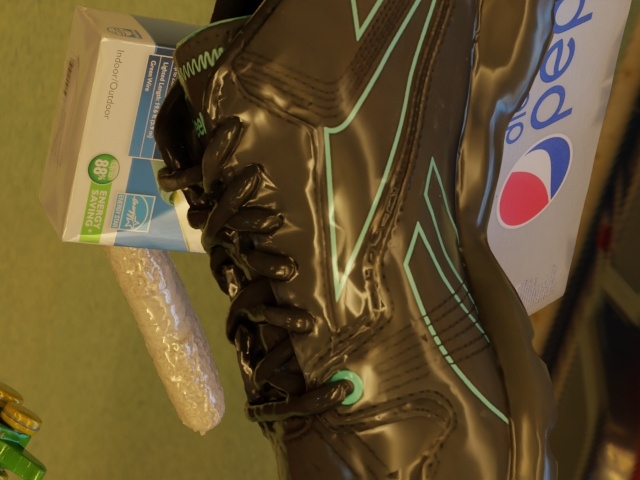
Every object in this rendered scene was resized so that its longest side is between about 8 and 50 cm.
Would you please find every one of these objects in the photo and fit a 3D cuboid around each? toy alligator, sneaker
[{"bbox_3d":[-0.248,0.122,1.056,0.051,0.190,0.056,33,90,-37],"label":"toy alligator"},{"bbox_3d":[0.000,0.000,0.416,0.106,0.101,0.267,13,69,-29],"label":"sneaker"}]

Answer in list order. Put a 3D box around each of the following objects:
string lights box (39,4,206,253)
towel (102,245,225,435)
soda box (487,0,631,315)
[{"bbox_3d":[-0.038,-0.061,0.963,0.260,0.077,0.133,5,111,-24],"label":"string lights box"},{"bbox_3d":[-0.138,0.020,1.192,0.049,0.282,0.187,-24,114,-5],"label":"towel"},{"bbox_3d":[0.064,-0.087,0.639,0.091,0.098,0.286,-27,140,-32],"label":"soda box"}]
